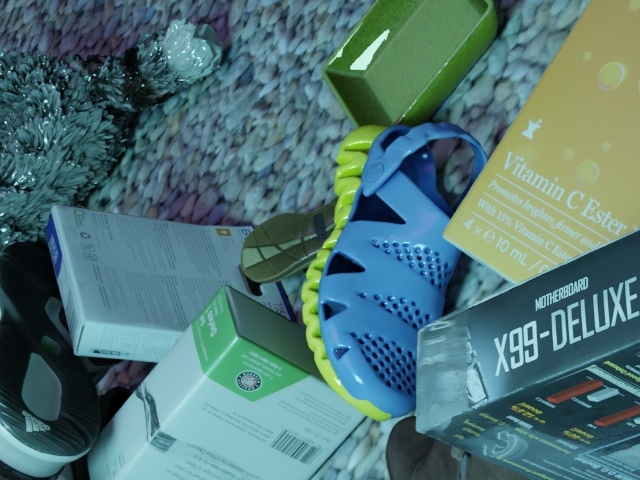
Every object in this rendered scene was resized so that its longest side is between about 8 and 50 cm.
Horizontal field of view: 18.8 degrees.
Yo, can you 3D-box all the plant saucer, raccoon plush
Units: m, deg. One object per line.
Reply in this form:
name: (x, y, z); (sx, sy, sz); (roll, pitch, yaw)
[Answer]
plant saucer: (0.096, -0.189, 1.909); (0.188, 0.045, 0.188); (-51, 32, 15)
raccoon plush: (-0.325, -0.076, 2.297); (0.446, 0.216, 0.299); (-26, 52, 43)

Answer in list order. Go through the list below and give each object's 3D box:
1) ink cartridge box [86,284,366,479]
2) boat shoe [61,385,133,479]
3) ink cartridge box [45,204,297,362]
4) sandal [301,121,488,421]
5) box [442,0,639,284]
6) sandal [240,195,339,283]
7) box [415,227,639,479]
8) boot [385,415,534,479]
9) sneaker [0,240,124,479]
ink cartridge box: (-0.087, 0.173, 1.758); (0.219, 0.160, 0.092); (-49, 30, 18)
boat shoe: (-0.186, 0.243, 1.896); (0.091, 0.109, 0.305); (-59, 26, 11)
ink cartridge box: (-0.150, 0.048, 1.928); (0.223, 0.224, 0.045); (-114, 36, -55)
sandal: (0.073, 0.009, 1.707); (0.138, 0.126, 0.317); (-24, 47, 39)
box: (0.287, -0.076, 1.364); (0.215, 0.168, 0.345); (34, 93, 42)
sandal: (0.000, 0.000, 1.896); (0.180, 0.049, 0.072); (-24, 50, 24)
box: (0.250, 0.098, 1.184); (0.242, 0.307, 0.076); (-28, 48, 43)
boot: (0.115, 0.153, 1.441); (0.090, 0.206, 0.248); (-23, 39, -16)
sneaker: (-0.325, 0.173, 1.900); (0.257, 0.169, 0.447); (-51, 10, 17)
